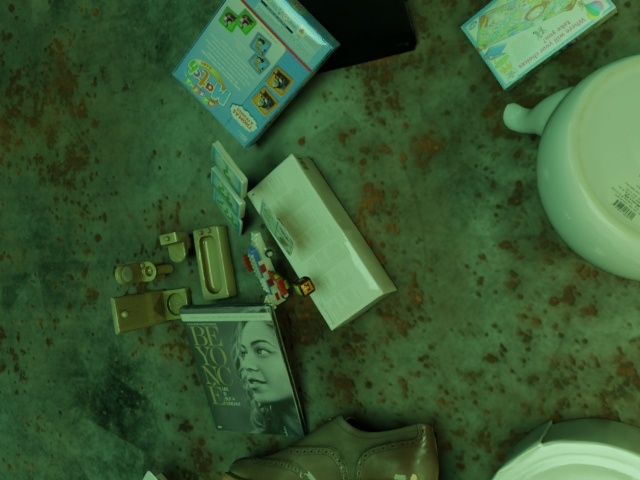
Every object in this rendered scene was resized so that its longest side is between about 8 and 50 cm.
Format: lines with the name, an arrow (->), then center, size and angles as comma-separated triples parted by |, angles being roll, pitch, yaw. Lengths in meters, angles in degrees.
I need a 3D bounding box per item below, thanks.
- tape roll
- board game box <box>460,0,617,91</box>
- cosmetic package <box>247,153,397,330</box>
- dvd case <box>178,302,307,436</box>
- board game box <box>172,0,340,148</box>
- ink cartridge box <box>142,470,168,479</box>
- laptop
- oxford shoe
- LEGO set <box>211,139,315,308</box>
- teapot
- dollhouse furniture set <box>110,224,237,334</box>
tape roll -> 0.329, 0.360, 0.807 | 0.286, 0.100, 0.286 | 2, 95, 28
board game box -> 0.266, -0.273, 0.843 | 0.154, 0.026, 0.103 | -36, 77, 25
cosmetic package -> 0.000, 0.000, 0.979 | 0.099, 0.060, 0.239 | -38, 76, 22
dvd case -> -0.118, 0.199, 1.040 | 0.165, 0.018, 0.221 | -4, 109, 28
board game box -> -0.098, -0.260, 0.984 | 0.160, 0.039, 0.211 | 46, 122, -3
ink cartridge box -> -0.277, 0.475, 1.152 | 0.104, 0.060, 0.180 | 39, 110, 21
laptop -> 0.014, -0.393, 0.976 | 0.234, 0.136, 0.264 | -7, 64, 27
oxford shoe -> 0.011, 0.324, 0.982 | 0.364, 0.130, 0.132 | -10, 55, 34
LEGO set -> -0.100, 0.001, 0.980 | 0.244, 0.060, 0.182 | 52, 158, 14
teapot -> 0.346, -0.059, 0.733 | 0.253, 0.187, 0.255 | -1, 75, 1
dollhouse furniture set -> -0.233, 0.060, 1.069 | 0.151, 0.123, 0.144 | -10, 89, 28
